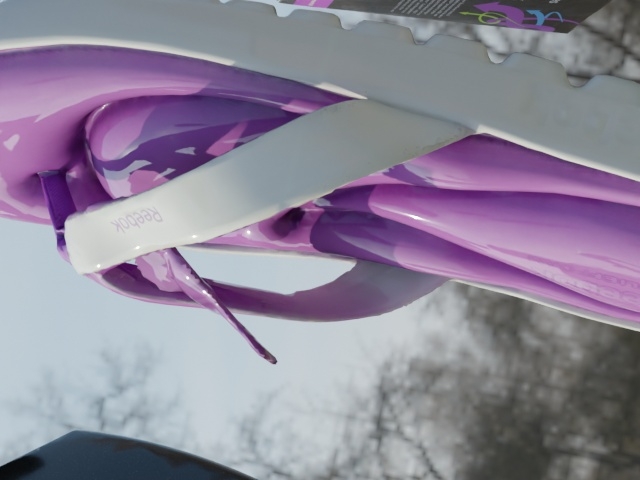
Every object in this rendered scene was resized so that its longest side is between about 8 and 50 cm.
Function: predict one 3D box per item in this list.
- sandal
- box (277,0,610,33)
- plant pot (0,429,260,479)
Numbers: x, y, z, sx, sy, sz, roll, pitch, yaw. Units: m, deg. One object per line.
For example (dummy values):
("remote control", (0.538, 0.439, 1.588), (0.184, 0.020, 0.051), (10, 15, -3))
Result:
("sandal", (-0.004, -0.008, 0.624), (0.169, 0.416, 0.102), (65, -143, -56))
("box", (0.070, -0.136, 0.798), (0.116, 0.162, 0.029), (148, 126, -72))
("plant pot", (-0.144, 0.222, 0.991), (0.187, 0.167, 0.188), (-25, -51, -35))
